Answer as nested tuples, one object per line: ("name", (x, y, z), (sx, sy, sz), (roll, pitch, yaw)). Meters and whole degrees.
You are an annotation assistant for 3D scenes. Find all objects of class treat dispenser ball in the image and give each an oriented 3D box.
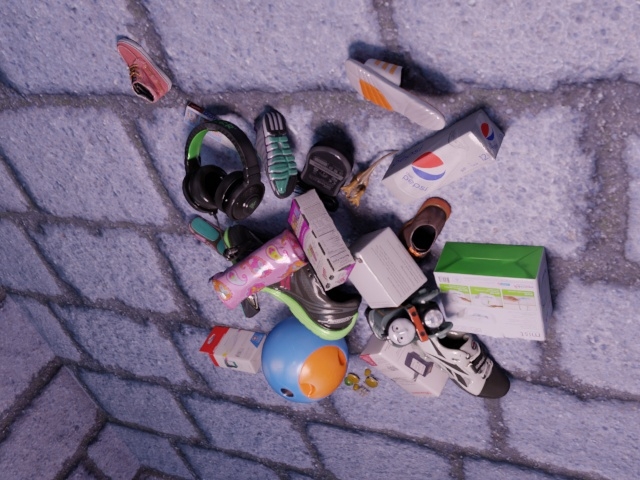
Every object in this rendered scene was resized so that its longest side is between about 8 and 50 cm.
("treat dispenser ball", (-0.051, 0.384, 2.247), (0.288, 0.288, 0.288), (17, 139, 16))

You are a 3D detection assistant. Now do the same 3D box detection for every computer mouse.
("computer mouse", (0.009, -0.189, 1.785), (0.188, 0.072, 0.272), (32, 153, -5))

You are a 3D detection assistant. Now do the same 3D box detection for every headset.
("headset", (-0.246, -0.135, 1.884), (0.243, 0.185, 0.394), (14, 115, 36))

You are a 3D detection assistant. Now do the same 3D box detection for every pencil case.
("pencil case", (-0.173, 0.081, 1.949), (0.284, 0.124, 0.124), (-31, 115, 17))

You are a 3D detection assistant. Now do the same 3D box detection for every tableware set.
("tableware set", (0.147, 0.501, 2.458), (0.104, 0.024, 0.154), (35, 142, -1))

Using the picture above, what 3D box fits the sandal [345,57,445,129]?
("sandal", (0.174, -0.333, 1.515), (0.265, 0.076, 0.102), (34, 164, 14))

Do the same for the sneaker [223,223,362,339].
("sneaker", (-0.077, 0.092, 2.083), (0.483, 0.185, 0.202), (36, 110, -1))

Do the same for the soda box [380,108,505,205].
("soda box", (0.277, -0.187, 1.591), (0.091, 0.098, 0.286), (45, 139, -17))

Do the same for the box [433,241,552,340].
("box", (0.455, 0.134, 1.797), (0.262, 0.127, 0.231), (2, 134, 30))

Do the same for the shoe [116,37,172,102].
("shoe", (-0.475, -0.443, 1.796), (0.178, 0.081, 0.063), (45, 138, -17))

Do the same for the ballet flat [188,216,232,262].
("ballet flat", (-0.326, 0.006, 2.195), (0.221, 0.077, 0.079), (34, 159, 3))

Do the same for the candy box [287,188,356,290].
("candy box", (0.000, 0.000, 1.835), (0.233, 0.071, 0.159), (62, 163, 15))

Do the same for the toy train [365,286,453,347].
("toy train", (0.234, 0.211, 1.881), (0.334, 0.190, 0.142), (-152, 37, -84))

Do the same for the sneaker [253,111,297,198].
("sneaker", (-0.122, -0.212, 1.773), (0.098, 0.083, 0.224), (-14, 82, 53))

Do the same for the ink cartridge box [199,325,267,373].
("ink cartridge box", (-0.317, 0.402, 2.549), (0.231, 0.134, 0.078), (5, 135, 28))

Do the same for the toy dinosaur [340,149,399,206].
("toy dinosaur", (0.105, -0.155, 1.738), (0.064, 0.112, 0.211), (36, 147, -5))

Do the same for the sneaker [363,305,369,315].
("sneaker", (0.219, 0.238, 2.098), (0.188, 0.067, 0.078), (5, 131, 25))

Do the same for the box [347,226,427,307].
("box", (0.159, 0.076, 1.851), (0.182, 0.119, 0.181), (54, 161, -6))

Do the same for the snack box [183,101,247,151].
("snack box", (-0.287, -0.306, 1.871), (0.178, 0.022, 0.064), (30, 141, 1))

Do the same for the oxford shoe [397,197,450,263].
("oxford shoe", (0.249, 0.003, 1.806), (0.097, 0.098, 0.271), (26, 141, 4))

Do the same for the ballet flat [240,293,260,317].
("ballet flat", (-0.258, 0.175, 2.334), (0.074, 0.074, 0.203), (-2, 125, 33))

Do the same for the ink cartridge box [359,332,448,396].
("ink cartridge box", (0.267, 0.389, 2.169), (0.237, 0.100, 0.172), (36, 159, -8))

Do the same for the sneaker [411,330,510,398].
("sneaker", (0.437, 0.353, 2.042), (0.330, 0.122, 0.146), (31, 143, -2))
